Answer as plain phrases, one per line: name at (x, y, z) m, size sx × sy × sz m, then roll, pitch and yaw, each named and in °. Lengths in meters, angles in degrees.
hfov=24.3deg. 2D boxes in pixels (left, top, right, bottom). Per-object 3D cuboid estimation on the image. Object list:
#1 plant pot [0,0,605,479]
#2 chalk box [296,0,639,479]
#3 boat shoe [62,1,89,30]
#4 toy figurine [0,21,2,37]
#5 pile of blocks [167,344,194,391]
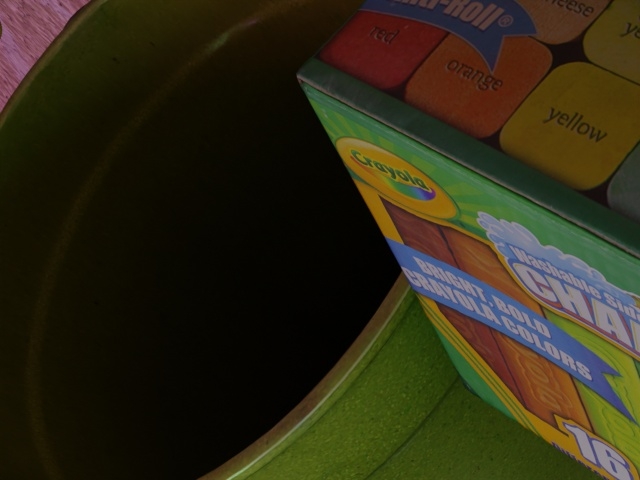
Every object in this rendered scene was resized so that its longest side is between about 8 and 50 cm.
plant pot at (0.027, 0.051, 0.861) m, size 0.353 × 0.366 × 0.366 m, roll 38°, pitch 174°, yaw -41°
chalk box at (0.130, -0.038, 0.521) m, size 0.180 × 0.179 × 0.289 m, roll 32°, pitch 164°, yaw 38°
boat shoe at (-0.158, -0.097, 1.406) m, size 0.104 × 0.111 × 0.307 m, roll 38°, pitch 168°, yaw 26°
toy figurine at (-0.412, -0.254, 1.405) m, size 0.148 × 0.209 × 0.213 m, roll 37°, pitch 135°, yaw 31°
pile of blocks at (-0.102, -0.017, 1.025) m, size 0.113 × 0.362 × 0.149 m, roll -17°, pitch 140°, yaw 43°
